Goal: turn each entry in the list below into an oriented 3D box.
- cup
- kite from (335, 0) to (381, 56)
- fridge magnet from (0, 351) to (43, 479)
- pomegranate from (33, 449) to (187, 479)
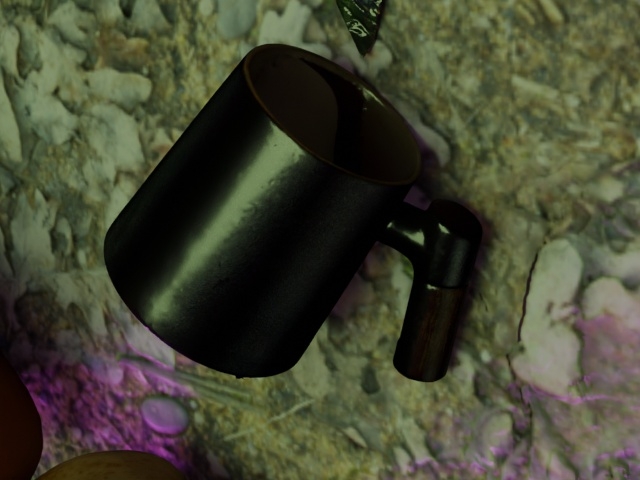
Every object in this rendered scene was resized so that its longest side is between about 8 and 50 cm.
[{"bbox_3d":[-0.005,-0.012,1.047,0.177,0.239,0.166,-53,27,28],"label":"cup"},{"bbox_3d":[0.037,-0.241,1.012,0.189,0.009,0.232,26,116,31],"label":"kite"},{"bbox_3d":[-0.392,0.102,1.217,0.363,0.363,0.155,41,101,23],"label":"fridge magnet"},{"bbox_3d":[-0.164,0.266,1.183,0.207,0.207,0.207,11,108,36],"label":"pomegranate"}]
